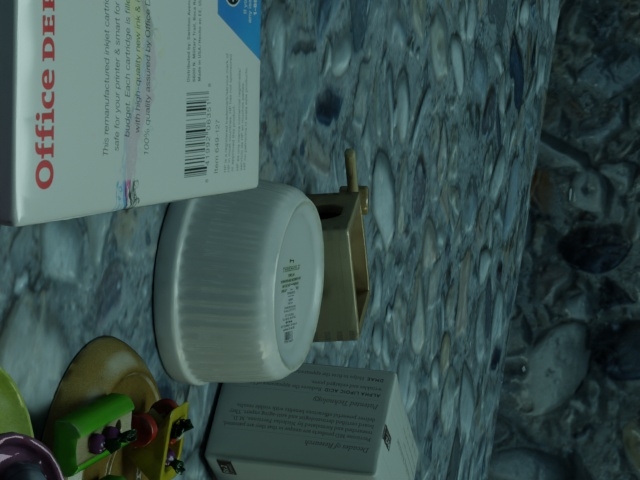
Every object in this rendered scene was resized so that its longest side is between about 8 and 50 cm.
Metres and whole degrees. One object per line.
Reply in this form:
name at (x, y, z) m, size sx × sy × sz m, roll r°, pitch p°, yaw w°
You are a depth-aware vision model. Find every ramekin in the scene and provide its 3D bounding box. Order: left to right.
ramekin at (-0.070, 0.037, 1.642) m, size 0.207 × 0.109 × 0.207 m, roll 5°, pitch 90°, yaw -75°

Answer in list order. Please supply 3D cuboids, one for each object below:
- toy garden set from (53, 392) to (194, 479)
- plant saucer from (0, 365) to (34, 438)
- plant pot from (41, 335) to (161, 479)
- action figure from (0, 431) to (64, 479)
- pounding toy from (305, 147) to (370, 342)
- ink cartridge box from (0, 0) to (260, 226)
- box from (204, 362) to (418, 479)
toy garden set at (-0.152, 0.245, 1.398) m, size 0.204 × 0.049 × 0.244 m, roll -22°, pitch 116°, yaw -73°
plant saucer at (-0.255, 0.195, 1.157) m, size 0.241 × 0.037 × 0.241 m, roll 6°, pitch 90°, yaw -75°
plant pot at (-0.175, 0.198, 1.455) m, size 0.236 × 0.032 × 0.236 m, roll 4°, pitch 90°, yaw -74°
action figure at (-0.269, 0.112, 0.902) m, size 0.370 × 0.248 × 0.276 m, roll 69°, pitch 3°, yaw -56°
pounding toy at (0.000, -0.011, 1.928) m, size 0.206 × 0.094 × 0.181 m, roll -71°, pitch 156°, yaw -69°
ink cartridge box at (-0.167, -0.110, 1.039) m, size 0.232 × 0.168 × 0.171 m, roll -10°, pitch 105°, yaw -58°
box at (-0.005, 0.219, 1.794) m, size 0.181 × 0.182 × 0.119 m, roll 72°, pitch 27°, yaw -55°
